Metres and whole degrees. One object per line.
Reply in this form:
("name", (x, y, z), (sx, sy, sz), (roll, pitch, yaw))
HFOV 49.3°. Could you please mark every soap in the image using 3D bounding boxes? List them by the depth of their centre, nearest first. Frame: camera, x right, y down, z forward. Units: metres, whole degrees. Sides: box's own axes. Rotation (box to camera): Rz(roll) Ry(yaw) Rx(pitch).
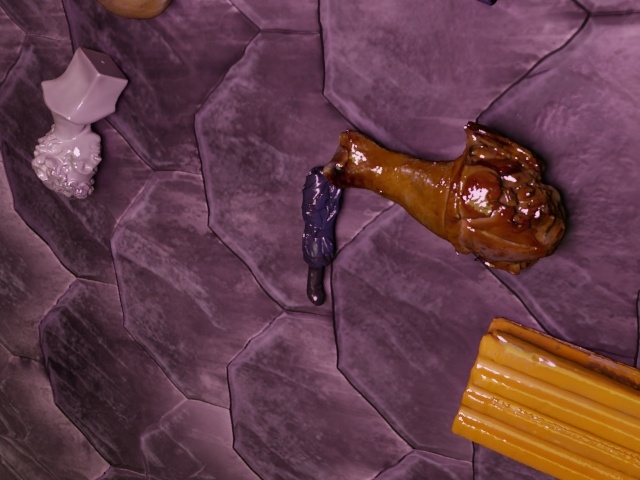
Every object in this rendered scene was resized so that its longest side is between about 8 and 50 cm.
("soap", (0.385, 0.263, 1.069), (0.325, 0.096, 0.204), (22, 119, 17))

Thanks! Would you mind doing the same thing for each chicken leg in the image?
("chicken leg", (0.182, -0.085, 1.002), (0.361, 0.140, 0.211), (28, 128, 9))

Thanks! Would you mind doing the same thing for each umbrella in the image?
("umbrella", (-0.007, -0.002, 1.171), (0.071, 0.071, 0.248), (17, 116, 19))

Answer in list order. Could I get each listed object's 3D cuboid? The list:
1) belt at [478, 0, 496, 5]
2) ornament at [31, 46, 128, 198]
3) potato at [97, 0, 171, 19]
("belt", (0.204, -0.420, 0.855), (0.126, 0.140, 0.230), (27, 114, 14))
("ornament", (-0.451, -0.215, 1.273), (0.130, 0.120, 0.285), (39, 122, 30))
("potato", (-0.330, -0.461, 1.096), (0.251, 0.159, 0.174), (32, 95, -2))
